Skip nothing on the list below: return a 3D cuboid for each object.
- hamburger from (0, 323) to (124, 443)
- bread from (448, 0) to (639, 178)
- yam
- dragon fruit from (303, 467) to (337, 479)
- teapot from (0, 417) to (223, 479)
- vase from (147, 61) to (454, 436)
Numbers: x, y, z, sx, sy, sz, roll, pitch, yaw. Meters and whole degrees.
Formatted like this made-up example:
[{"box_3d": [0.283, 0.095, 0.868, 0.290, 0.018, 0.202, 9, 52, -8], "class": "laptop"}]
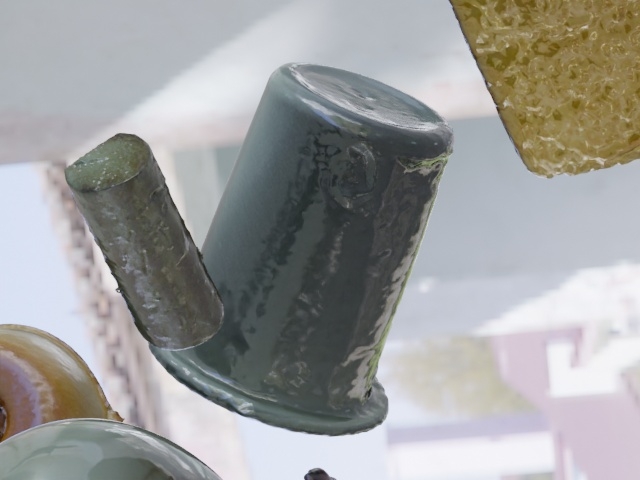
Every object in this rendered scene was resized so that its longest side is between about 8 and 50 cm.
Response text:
[{"box_3d": [-0.279, 0.183, 1.703, 0.147, 0.236, 0.237, 53, -150, -61], "class": "hamburger"}, {"box_3d": [0.141, -0.177, 0.938, 0.114, 0.184, 0.275, -80, -30, -49], "class": "bread"}, {"box_3d": [-0.125, 0.002, 1.394, 0.068, 0.068, 0.169, -90, -16, -47], "class": "yam"}, {"box_3d": [0.008, 0.122, 0.539, 0.097, 0.063, 0.131, -62, -14, -7], "class": "dragon fruit"}, {"box_3d": [-0.073, 0.232, 0.798, 0.220, 0.149, 0.318, 16, -128, -63], "class": "teapot"}, {"box_3d": [0.000, 0.000, 1.803, 0.245, 0.245, 0.291, -80, 11, -73], "class": "vase"}]
